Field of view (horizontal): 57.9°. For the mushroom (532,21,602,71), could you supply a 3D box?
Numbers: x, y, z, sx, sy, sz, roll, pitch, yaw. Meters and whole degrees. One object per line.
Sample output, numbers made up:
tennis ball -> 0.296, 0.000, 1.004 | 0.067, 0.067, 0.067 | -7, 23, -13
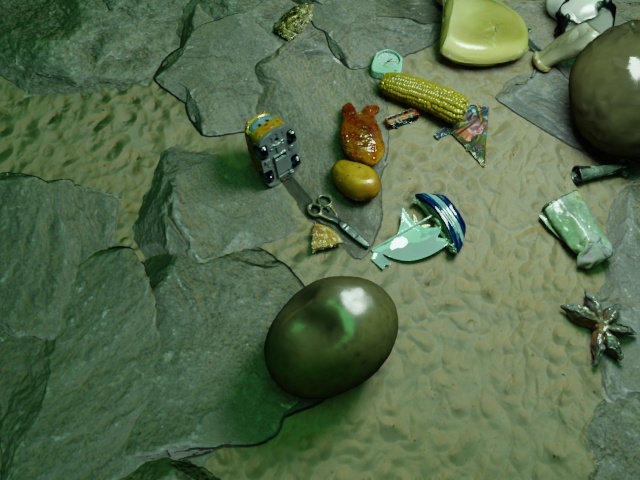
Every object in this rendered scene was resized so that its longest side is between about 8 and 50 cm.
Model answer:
mushroom -> 0.824, -0.644, 1.911 | 0.096, 0.247, 0.108 | 21, 71, -27

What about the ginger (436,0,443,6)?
ginger -> 0.487, -0.871, 2.052 | 0.216, 0.157, 0.102 | 21, 88, 11

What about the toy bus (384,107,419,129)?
toy bus -> 0.262, -0.394, 1.871 | 0.110, 0.031, 0.043 | -21, 60, -12

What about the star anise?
star anise -> 0.771, 0.226, 1.573 | 0.172, 0.063, 0.207 | -14, 65, -11

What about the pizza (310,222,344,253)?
pizza -> 0.006, -0.012, 1.677 | 0.100, 0.029, 0.099 | -17, 58, -13

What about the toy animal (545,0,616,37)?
toy animal -> 0.904, -0.821, 2.011 | 0.213, 0.212, 0.266 | -5, 68, -5

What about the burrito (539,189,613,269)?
burrito -> 0.758, -0.033, 1.689 | 0.144, 0.089, 0.228 | -24, 66, -11

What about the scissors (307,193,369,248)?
scissors -> 0.060, -0.049, 1.700 | 0.220, 0.017, 0.088 | 41, 66, 16

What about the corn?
corn -> 0.330, -0.471, 1.861 | 0.313, 0.102, 0.102 | 28, 66, 14

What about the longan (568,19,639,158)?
longan -> 0.960, -0.467, 1.745 | 0.405, 0.404, 0.435 | 10, 65, 2

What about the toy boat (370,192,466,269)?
toy boat -> 0.274, -0.015, 1.671 | 0.291, 0.067, 0.220 | -29, 69, -13

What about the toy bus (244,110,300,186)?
toy bus -> -0.149, -0.275, 1.701 | 0.126, 0.209, 0.136 | -35, 60, -16

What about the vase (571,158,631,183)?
vase -> 0.871, -0.215, 1.796 | 0.167, 0.059, 0.059 | -8, 65, -7

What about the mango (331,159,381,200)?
mango -> 0.102, -0.179, 1.726 | 0.165, 0.089, 0.115 | 22, 65, 12

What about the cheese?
cheese -> 0.560, -0.703, 1.959 | 0.316, 0.128, 0.259 | 12, 83, -8

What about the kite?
kite -> 0.470, -0.379, 1.884 | 0.234, 0.016, 0.321 | -32, 70, -18

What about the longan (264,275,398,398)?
longan -> 0.027, 0.236, 1.428 | 0.350, 0.288, 0.288 | -35, 70, -6

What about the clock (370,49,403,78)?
clock -> 0.230, -0.606, 1.967 | 0.101, 0.041, 0.134 | 14, 63, 5

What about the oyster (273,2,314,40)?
oyster -> -0.087, -0.776, 2.032 | 0.177, 0.056, 0.105 | -37, 63, -13

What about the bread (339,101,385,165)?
bread -> 0.129, -0.343, 1.806 | 0.140, 0.095, 0.268 | 4, 60, -9
